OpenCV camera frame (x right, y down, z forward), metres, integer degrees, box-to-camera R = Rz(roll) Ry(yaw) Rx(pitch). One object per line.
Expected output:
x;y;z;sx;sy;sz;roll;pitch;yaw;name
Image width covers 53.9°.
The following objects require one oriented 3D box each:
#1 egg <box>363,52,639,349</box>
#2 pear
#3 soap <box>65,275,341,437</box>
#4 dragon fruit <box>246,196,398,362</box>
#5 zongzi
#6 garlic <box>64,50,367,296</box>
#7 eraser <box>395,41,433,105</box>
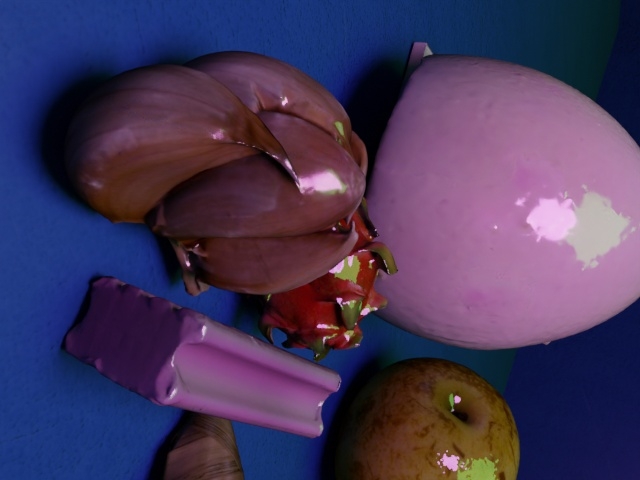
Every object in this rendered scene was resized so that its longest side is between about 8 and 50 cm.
0.244;-0.026;0.775;0.354;0.339;0.355;19;90;-76;egg
0.151;0.314;0.930;0.283;0.283;0.284;-35;132;-51;pear
-0.084;0.098;0.505;0.203;0.122;0.066;35;74;-52;soap
0.000;0.000;0.625;0.135;0.137;0.236;11;92;-26;dragon fruit
-0.110;0.265;0.623;0.205;0.094;0.204;88;0;-50;zongzi
-0.063;-0.063;0.464;0.214;0.191;0.160;51;32;-44;garlic
0.155;-0.214;0.932;0.150;0.023;0.104;22;84;-63;eraser
